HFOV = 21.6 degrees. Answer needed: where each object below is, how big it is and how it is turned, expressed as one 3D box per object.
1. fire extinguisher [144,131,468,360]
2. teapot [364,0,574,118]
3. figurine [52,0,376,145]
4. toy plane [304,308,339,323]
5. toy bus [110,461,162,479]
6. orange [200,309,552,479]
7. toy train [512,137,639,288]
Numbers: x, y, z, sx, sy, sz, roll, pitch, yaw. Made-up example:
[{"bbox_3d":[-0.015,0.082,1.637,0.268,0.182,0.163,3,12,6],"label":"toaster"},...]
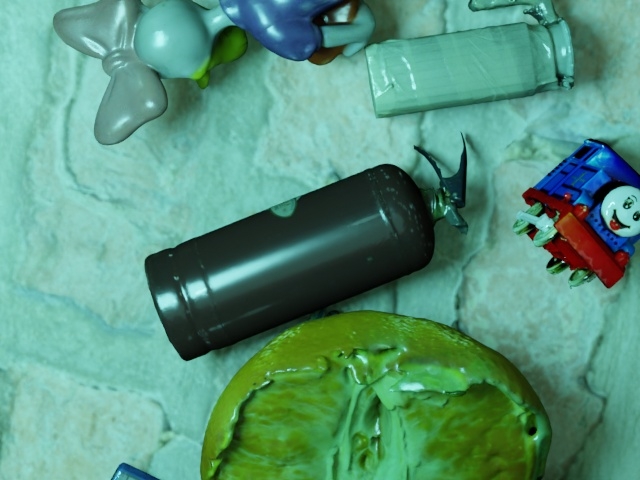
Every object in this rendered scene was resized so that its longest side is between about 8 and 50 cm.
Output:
[{"bbox_3d":[0.000,0.000,1.649,0.337,0.114,0.135,-21,56,3],"label":"fire extinguisher"},{"bbox_3d":[0.144,-0.184,1.633,0.200,0.077,0.107,-8,87,1],"label":"teapot"},{"bbox_3d":[-0.036,-0.231,1.550,0.421,0.193,0.154,-27,76,21],"label":"figurine"},{"bbox_3d":[0.003,0.093,1.700,0.083,0.033,0.080,-8,119,13],"label":"toy plane"},{"bbox_3d":[-0.152,0.284,1.726,0.153,0.051,0.061,26,93,-5],"label":"toy bus"},{"bbox_3d":[0.056,0.182,1.620,0.334,0.196,0.262,2,138,4],"label":"orange"},{"bbox_3d":[0.257,-0.027,1.598,0.131,0.204,0.083,-41,99,2],"label":"toy train"}]
